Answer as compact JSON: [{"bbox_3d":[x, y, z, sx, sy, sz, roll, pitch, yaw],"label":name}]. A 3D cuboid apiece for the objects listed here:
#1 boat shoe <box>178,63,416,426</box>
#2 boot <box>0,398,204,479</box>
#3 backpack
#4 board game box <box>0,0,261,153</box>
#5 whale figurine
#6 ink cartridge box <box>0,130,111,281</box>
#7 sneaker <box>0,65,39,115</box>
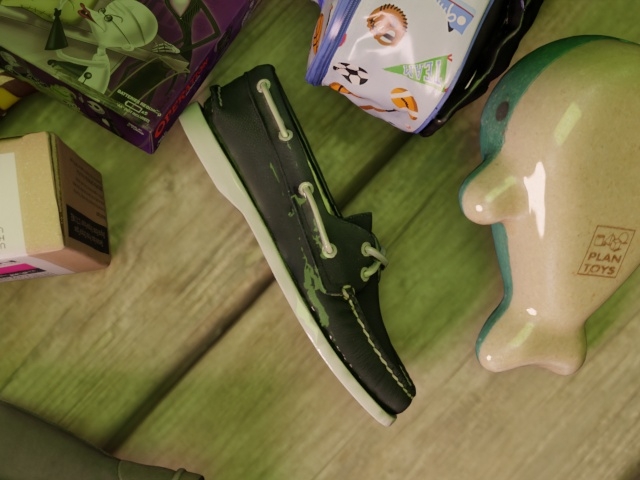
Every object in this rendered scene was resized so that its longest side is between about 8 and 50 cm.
[{"bbox_3d":[0.000,0.000,0.904,0.091,0.114,0.302,-33,88,3],"label":"boat shoe"},{"bbox_3d":[-0.210,0.226,0.875,0.209,0.076,0.189,15,63,7],"label":"boot"},{"bbox_3d":[0.080,-0.216,0.854,0.213,0.276,0.263,21,93,4],"label":"backpack"},{"bbox_3d":[-0.224,-0.239,0.912,0.347,0.056,0.208,30,66,5],"label":"board game box"},{"bbox_3d":[0.188,-0.029,0.911,0.216,0.141,0.272,4,110,-29],"label":"whale figurine"},{"bbox_3d":[-0.289,-0.011,0.859,0.235,0.193,0.088,-7,86,-1],"label":"ink cartridge box"},{"bbox_3d":[-0.292,-0.099,0.935,0.186,0.069,0.083,-15,106,-4],"label":"sneaker"}]
